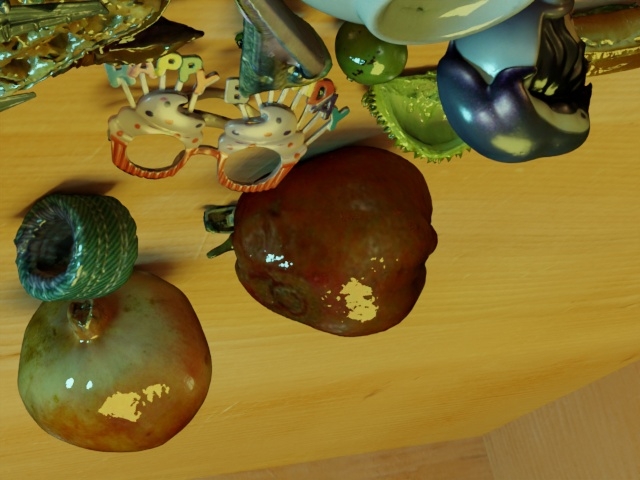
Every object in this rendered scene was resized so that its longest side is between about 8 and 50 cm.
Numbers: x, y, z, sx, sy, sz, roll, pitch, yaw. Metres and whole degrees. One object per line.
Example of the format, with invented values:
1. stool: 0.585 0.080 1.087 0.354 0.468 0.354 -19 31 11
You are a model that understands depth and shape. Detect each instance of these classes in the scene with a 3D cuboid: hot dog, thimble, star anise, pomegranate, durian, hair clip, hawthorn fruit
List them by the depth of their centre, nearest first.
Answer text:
1. hair clip: -0.051 -0.190 1.427 0.095 0.110 0.359 -3 168 6
2. star anise: -0.181 -0.177 1.478 0.212 0.054 0.157 -28 159 33
3. pomegranate: 0.050 -0.192 1.628 0.073 0.085 0.073 14 171 2
4. hot dog: 0.272 -0.205 1.767 0.235 0.062 0.092 -9 163 -9
5. durian: 0.131 -0.140 1.843 0.215 0.086 0.100 -2 146 -31
6. thimble: -0.273 0.009 1.898 0.090 0.118 0.135 3 156 -45
7. hawthorn fruit: 0.000 0.000 1.964 0.260 0.224 0.224 4 160 -10
8. pomegranate: -0.271 0.150 2.193 0.252 0.229 0.270 -10 154 13

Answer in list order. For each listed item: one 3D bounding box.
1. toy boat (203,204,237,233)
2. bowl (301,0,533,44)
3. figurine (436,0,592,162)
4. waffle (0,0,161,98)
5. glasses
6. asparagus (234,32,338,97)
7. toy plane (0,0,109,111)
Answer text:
1. toy boat: -0.107 -0.026 2.072 0.083 0.038 0.038 -7 162 -37
2. bowl: 0.086 -0.249 1.290 0.345 0.157 0.345 -14 164 -4
3. figurine: 0.167 -0.176 1.501 0.145 0.222 0.145 -9 160 -3
4. waffle: -0.296 -0.191 1.265 0.212 0.091 0.308 -25 161 32
5. glasses: -0.100 -0.137 1.664 0.255 0.095 0.162 4 140 -22
6. asparagus: -0.028 -0.169 1.699 0.022 0.023 0.233 27 180 24
7. toy plane: -0.257 -0.137 1.216 0.226 0.058 0.226 -29 167 -11
